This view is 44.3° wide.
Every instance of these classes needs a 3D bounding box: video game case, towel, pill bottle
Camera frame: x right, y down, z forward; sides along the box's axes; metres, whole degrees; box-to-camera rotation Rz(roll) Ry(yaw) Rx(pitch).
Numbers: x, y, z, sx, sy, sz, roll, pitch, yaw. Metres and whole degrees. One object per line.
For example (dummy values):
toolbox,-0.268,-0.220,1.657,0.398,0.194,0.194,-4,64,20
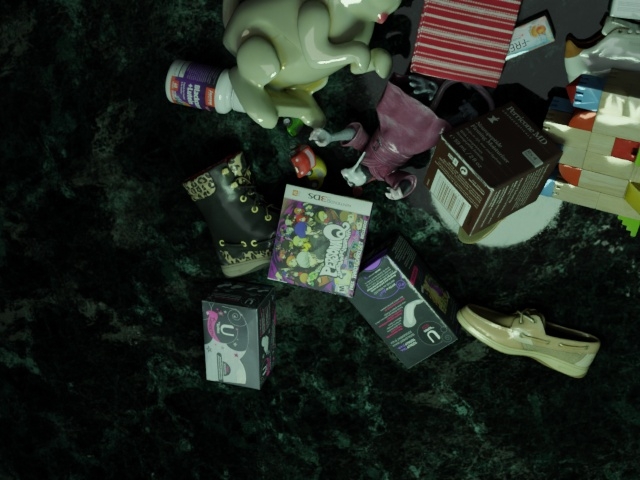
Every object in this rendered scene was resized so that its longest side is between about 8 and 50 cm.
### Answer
video game case,0.000,0.000,1.846,0.210,0.042,0.232,13,96,8
towel,0.304,-0.464,1.606,0.199,0.031,0.275,9,110,-8
pill bottle,-0.262,-0.364,1.881,0.193,0.108,0.108,14,115,12

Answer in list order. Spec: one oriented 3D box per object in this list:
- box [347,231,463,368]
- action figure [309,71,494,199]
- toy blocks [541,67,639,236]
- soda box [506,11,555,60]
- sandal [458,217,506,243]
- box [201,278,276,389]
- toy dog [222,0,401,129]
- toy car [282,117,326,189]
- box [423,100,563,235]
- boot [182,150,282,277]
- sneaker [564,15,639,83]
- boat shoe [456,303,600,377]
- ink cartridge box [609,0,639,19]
box,0.203,0.146,1.926,0.165,0.143,0.270,-36,97,29
action figure,0.164,-0.236,1.783,0.248,0.275,0.370,50,137,4
toy blocks,0.574,-0.209,1.629,0.261,0.191,0.381,17,137,18
soda box,0.401,-0.418,1.671,0.183,0.063,0.058,-19,106,24
sandal,0.417,-0.083,1.803,0.088,0.079,0.240,44,107,43
box,-0.217,0.250,2.107,0.163,0.142,0.247,7,113,15
toy dog,0.005,-0.482,1.686,0.408,0.284,0.395,-40,66,28
toy car,-0.045,-0.241,1.843,0.053,0.239,0.225,-20,81,8
box,0.355,-0.150,1.643,0.168,0.203,0.167,52,155,24
boot,-0.148,-0.087,1.953,0.377,0.138,0.284,-21,104,30
sneaker,0.635,-0.400,1.578,0.290,0.106,0.123,-11,111,23
boat shoe,0.495,0.213,1.883,0.341,0.122,0.110,21,113,-3
ink cartridge box,0.649,-0.525,1.540,0.127,0.072,0.175,11,115,14
